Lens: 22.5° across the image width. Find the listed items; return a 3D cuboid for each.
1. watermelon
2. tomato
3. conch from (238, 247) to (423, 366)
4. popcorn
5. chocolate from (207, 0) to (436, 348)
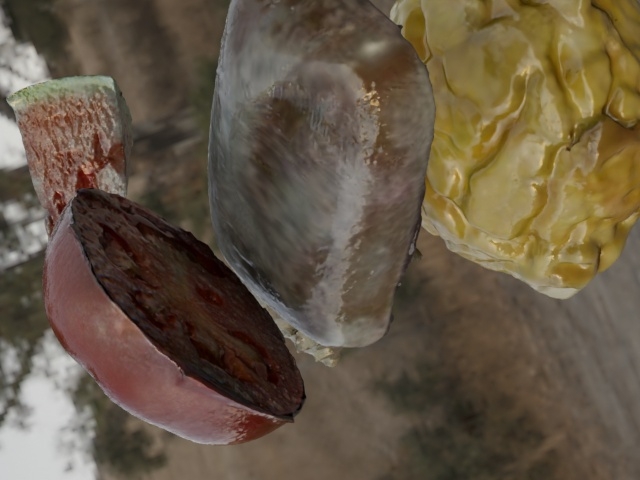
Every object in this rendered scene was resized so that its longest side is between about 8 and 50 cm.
[{"bbox_3d":[-0.211,-0.079,1.399,0.158,0.098,0.121,-87,-22,-48],"label":"watermelon"},{"bbox_3d":[-0.115,0.066,1.139,0.225,0.085,0.225,43,-167,-12],"label":"tomato"},{"bbox_3d":[0.000,0.000,1.543,0.163,0.178,0.245,-5,102,55],"label":"conch"},{"bbox_3d":[0.207,-0.136,1.675,0.390,0.354,0.344,48,-136,-31],"label":"popcorn"},{"bbox_3d":[-0.017,-0.050,1.177,0.185,0.100,0.303,37,144,25],"label":"chocolate"}]
